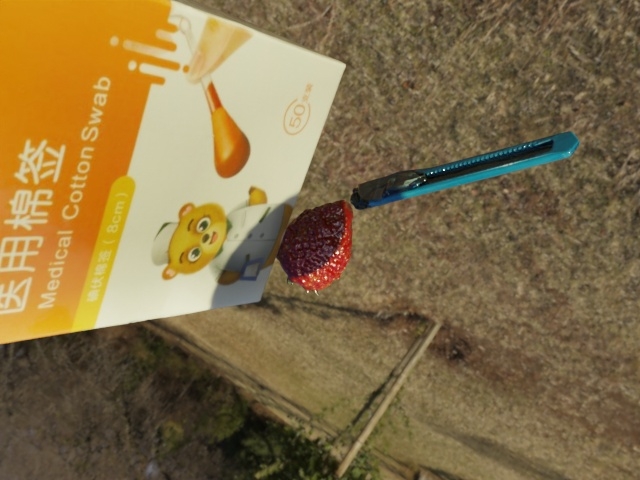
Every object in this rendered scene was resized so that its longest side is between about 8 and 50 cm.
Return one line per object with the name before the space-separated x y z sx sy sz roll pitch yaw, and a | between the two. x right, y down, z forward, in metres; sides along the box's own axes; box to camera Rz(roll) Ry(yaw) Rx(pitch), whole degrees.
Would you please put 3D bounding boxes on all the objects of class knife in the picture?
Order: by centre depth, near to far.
knife | 0.140 -0.075 0.700 0.296 0.044 0.026 -13 130 43

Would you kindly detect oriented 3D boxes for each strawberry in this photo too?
strawberry | 0.003 0.005 1.007 0.131 0.148 0.131 50 -161 -24

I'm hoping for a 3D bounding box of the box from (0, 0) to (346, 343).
box | -0.164 -0.066 0.413 0.143 0.225 0.341 32 -161 32
